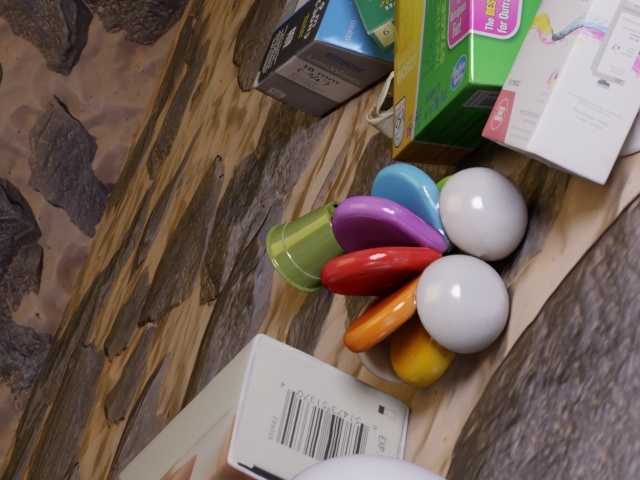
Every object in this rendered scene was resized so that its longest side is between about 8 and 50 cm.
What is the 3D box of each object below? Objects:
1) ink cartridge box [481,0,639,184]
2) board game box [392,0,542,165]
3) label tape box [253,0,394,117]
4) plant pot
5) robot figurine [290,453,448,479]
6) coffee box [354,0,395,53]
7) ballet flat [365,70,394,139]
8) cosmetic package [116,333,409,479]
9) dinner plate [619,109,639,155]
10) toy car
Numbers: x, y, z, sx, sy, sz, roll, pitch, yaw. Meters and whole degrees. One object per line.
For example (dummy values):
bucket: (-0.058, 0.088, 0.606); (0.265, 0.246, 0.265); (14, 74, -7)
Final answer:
ink cartridge box: (0.196, -0.148, 0.973); (0.198, 0.067, 0.115); (-66, 13, 5)
board game box: (0.123, -0.247, 1.176); (0.242, 0.064, 0.317); (135, 138, -73)
label tape box: (0.055, -0.306, 1.642); (0.333, 0.106, 0.241); (-22, 45, 66)
plant pot: (0.000, 0.000, 1.428); (0.079, 0.083, 0.083); (-36, 30, 33)
robot figurine: (0.011, 0.268, 0.829); (0.209, 0.173, 0.278); (30, 94, 50)
coffee box: (0.084, -0.294, 1.487); (0.113, 0.040, 0.184); (-30, 45, 12)
ballet flat: (0.102, -0.165, 1.381); (0.168, 0.052, 0.057); (-52, 20, 35)
cosmetic package: (-0.068, 0.222, 1.161); (0.296, 0.153, 0.129); (-48, 22, 47)
dinner plate: (0.238, -0.127, 0.978); (0.141, 0.017, 0.141); (-53, 19, 28)
toy car: (0.067, 0.017, 1.071); (0.159, 0.136, 0.182); (-38, 31, 57)
